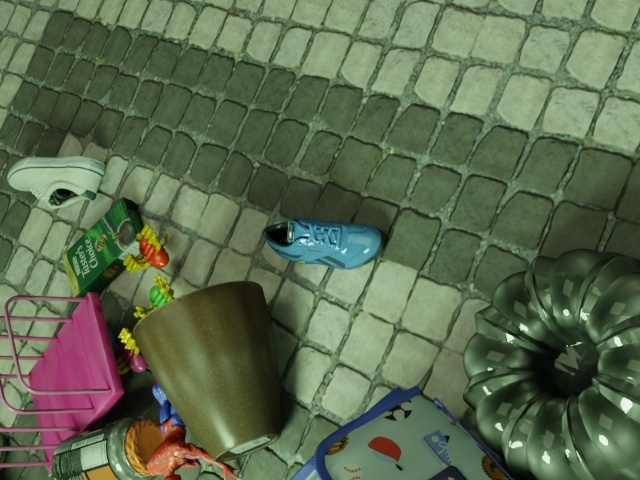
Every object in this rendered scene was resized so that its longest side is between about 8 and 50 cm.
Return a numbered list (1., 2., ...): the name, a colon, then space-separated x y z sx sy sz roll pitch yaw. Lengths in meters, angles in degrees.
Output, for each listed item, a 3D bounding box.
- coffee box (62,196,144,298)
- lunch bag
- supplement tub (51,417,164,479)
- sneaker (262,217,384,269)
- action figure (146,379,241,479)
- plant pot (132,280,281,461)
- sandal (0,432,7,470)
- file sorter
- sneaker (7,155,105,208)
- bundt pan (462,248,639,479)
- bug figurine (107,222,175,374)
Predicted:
1. coffee box: -0.408 0.019 2.019 0.184 0.040 0.113 -40 52 20
2. lunch bag: 0.090 0.413 1.309 0.385 0.239 0.328 -45 59 1
3. supplement tub: -0.345 0.363 1.779 0.190 0.117 0.117 -21 60 31
4. sneaker: 0.000 0.000 1.665 0.209 0.082 0.069 1 72 38
5. action figure: -0.207 0.307 1.718 0.091 0.139 0.280 -39 30 25
6. plant pot: -0.149 0.212 1.639 0.215 0.215 0.230 -33 68 26
7. sandal: -0.654 0.454 1.950 0.120 0.086 0.303 -31 30 13
8. file sorter: -0.504 0.248 1.852 0.291 0.182 0.202 -47 52 38
9. sneaker: -0.545 -0.113 2.150 0.258 0.094 0.091 -4 66 38
10. bundt pan: 0.313 0.154 1.315 0.331 0.124 0.331 -16 62 34
11. bug figurine: -0.328 0.121 1.889 0.279 0.072 0.216 -56 41 15
